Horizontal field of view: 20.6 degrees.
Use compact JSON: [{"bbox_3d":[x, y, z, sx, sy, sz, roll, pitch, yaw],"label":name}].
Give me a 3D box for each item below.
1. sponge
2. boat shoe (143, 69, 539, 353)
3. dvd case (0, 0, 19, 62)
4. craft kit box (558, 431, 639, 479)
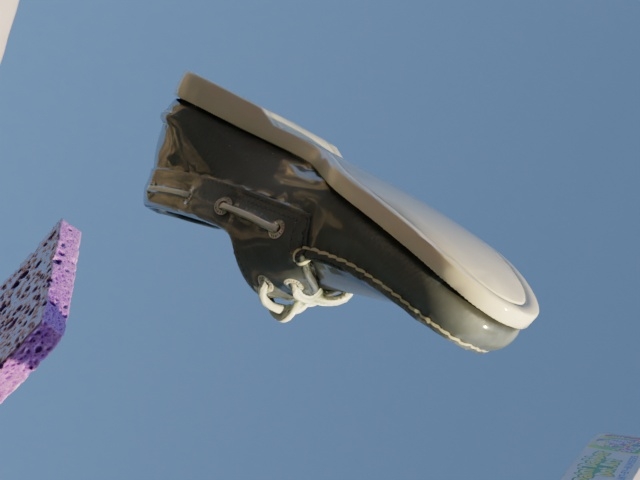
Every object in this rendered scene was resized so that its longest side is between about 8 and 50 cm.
[{"bbox_3d":[-0.282,0.071,1.687,0.117,0.031,0.210,-45,-160,18],"label":"sponge"},{"bbox_3d":[0.000,0.000,1.020,0.319,0.116,0.099,36,-82,45],"label":"boat shoe"},{"bbox_3d":[-0.156,0.034,0.361,0.029,0.179,0.239,34,-63,24],"label":"dvd case"},{"bbox_3d":[0.194,0.280,1.242,0.061,0.250,0.247,0,-84,18],"label":"craft kit box"}]
